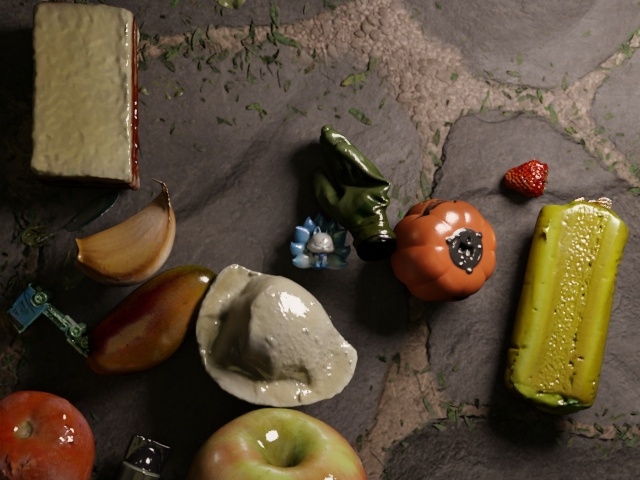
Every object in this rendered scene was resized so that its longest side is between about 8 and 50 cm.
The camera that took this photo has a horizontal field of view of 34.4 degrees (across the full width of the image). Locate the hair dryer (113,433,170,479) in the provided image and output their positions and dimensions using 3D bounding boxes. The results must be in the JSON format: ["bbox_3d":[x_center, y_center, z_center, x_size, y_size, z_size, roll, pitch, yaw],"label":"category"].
[{"bbox_3d":[-0.250,0.470,1.796,0.248,0.078,0.196,24,82,-11],"label":"hair dryer"}]

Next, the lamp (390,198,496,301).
[{"bbox_3d":[0.211,0.019,1.829,0.187,0.164,0.188,3,83,-30],"label":"lamp"}]

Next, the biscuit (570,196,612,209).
[{"bbox_3d":[0.502,-0.019,1.923,0.119,0.019,0.130,-24,86,-6],"label":"biscuit"}]

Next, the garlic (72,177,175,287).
[{"bbox_3d":[-0.319,0.006,1.804,0.206,0.115,0.128,-38,82,-3],"label":"garlic"}]

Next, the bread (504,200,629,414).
[{"bbox_3d":[0.437,0.118,1.855,0.166,0.112,0.384,12,86,7],"label":"bread"}]

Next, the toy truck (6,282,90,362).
[{"bbox_3d":[-0.464,0.157,1.808,0.175,0.067,0.081,43,88,-3],"label":"toy truck"}]

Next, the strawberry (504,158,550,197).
[{"bbox_3d":[0.380,-0.115,1.901,0.083,0.073,0.073,13,83,12],"label":"strawberry"}]

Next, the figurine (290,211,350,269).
[{"bbox_3d":[0.000,0.000,1.851,0.114,0.079,0.114,0,82,0],"label":"figurine"}]

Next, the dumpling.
[{"bbox_3d":[-0.085,0.173,1.763,0.243,0.175,0.227,21,61,32],"label":"dumpling"}]

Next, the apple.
[{"bbox_3d":[-0.072,0.450,1.691,0.319,0.319,0.277,3,119,-4],"label":"apple"}]

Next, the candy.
[{"bbox_3d":[-0.411,-0.248,1.818,0.179,0.135,0.321,-1,82,-4],"label":"candy"}]

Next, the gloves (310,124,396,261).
[{"bbox_3d":[0.059,-0.086,1.835,0.135,0.107,0.268,-29,68,18],"label":"gloves"}]

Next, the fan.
[{"bbox_3d":[-0.426,-0.037,1.817,0.175,0.113,0.005,-27,114,11],"label":"fan"}]

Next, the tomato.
[{"bbox_3d":[-0.479,0.360,1.722,0.208,0.184,0.208,2,49,-3],"label":"tomato"}]

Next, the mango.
[{"bbox_3d":[-0.287,0.142,1.794,0.267,0.111,0.133,-38,100,-16],"label":"mango"}]
